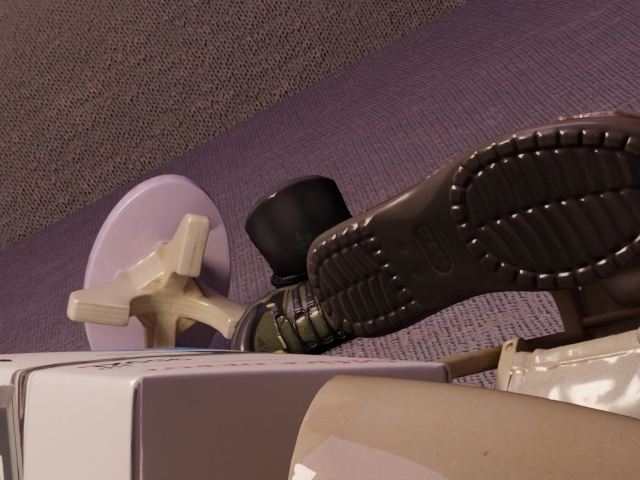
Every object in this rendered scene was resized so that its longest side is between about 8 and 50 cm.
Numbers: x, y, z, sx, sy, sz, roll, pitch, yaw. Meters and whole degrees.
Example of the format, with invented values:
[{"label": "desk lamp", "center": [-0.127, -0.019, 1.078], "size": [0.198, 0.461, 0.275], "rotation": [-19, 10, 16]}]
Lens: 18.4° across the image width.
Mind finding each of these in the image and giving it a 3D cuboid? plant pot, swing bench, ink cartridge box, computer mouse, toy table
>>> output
[{"label": "plant pot", "center": [0.150, 0.206, 1.268], "size": [0.274, 0.256, 0.256], "rotation": [-5, 22, 20]}, {"label": "swing bench", "center": [0.246, 0.102, 1.558], "size": [0.253, 0.165, 0.255], "rotation": [-16, 13, 43]}, {"label": "ink cartridge box", "center": [-0.124, 0.172, 1.550], "size": [0.285, 0.166, 0.395], "rotation": [0, -1, -36]}, {"label": "computer mouse", "center": [0.000, 0.000, 2.337], "size": [0.188, 0.072, 0.272], "rotation": [-30, -21, 7]}, {"label": "toy table", "center": [-0.181, 0.075, 2.347], "size": [0.252, 0.274, 0.161], "rotation": [-3, 19, -13]}]

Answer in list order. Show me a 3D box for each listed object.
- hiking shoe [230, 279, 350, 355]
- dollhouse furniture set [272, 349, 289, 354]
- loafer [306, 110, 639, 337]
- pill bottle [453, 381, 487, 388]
[{"label": "hiking shoe", "center": [-0.002, 0.080, 2.259], "size": [0.227, 0.086, 0.114], "rotation": [-35, 12, -27]}, {"label": "dollhouse furniture set", "center": [-0.197, 0.183, 2.044], "size": [0.303, 0.198, 0.286], "rotation": [-35, 15, -25]}, {"label": "loafer", "center": [0.150, -0.029, 1.604], "size": [0.366, 0.133, 0.130], "rotation": [-17, 13, 39]}, {"label": "pill bottle", "center": [0.094, 0.195, 1.661], "size": [0.087, 0.087, 0.160], "rotation": [-13, 21, 47]}]
